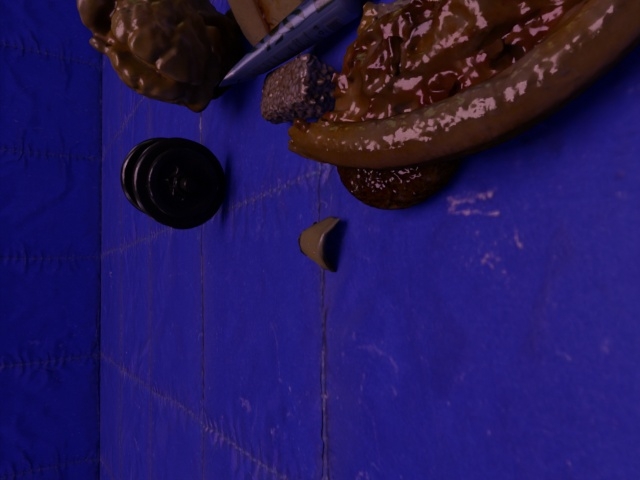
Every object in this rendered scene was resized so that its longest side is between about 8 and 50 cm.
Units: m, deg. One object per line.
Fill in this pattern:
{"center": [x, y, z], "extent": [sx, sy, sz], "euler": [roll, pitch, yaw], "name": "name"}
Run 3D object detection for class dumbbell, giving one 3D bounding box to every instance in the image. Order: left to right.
{"center": [-0.325, -0.131, 1.001], "extent": [0.290, 0.192, 0.192], "euler": [18, 104, 56], "name": "dumbbell"}

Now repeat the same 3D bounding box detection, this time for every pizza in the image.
{"center": [0.106, -0.159, 0.404], "extent": [0.365, 0.074, 0.182], "euler": [-8, 82, 40], "name": "pizza"}

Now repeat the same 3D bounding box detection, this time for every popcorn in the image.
{"center": [-0.301, -0.379, 0.859], "extent": [0.225, 0.332, 0.265], "euler": [-30, 44, 24], "name": "popcorn"}

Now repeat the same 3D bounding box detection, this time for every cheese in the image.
{"center": [-0.001, -0.001, 0.650], "extent": [0.060, 0.041, 0.084], "euler": [40, 123, 51], "name": "cheese"}

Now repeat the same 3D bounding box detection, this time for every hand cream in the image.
{"center": [-0.040, -0.293, 0.660], "extent": [0.271, 0.091, 0.058], "euler": [-19, 104, 40], "name": "hand cream"}

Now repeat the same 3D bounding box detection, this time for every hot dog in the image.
{"center": [-0.156, -0.450, 0.907], "extent": [0.137, 0.028, 0.044], "euler": [28, 138, 55], "name": "hot dog"}

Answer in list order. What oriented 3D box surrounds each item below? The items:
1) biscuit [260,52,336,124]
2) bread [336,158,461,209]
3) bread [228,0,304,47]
{"center": [-0.037, -0.224, 0.688], "extent": [0.168, 0.070, 0.082], "euler": [10, 87, 57], "name": "biscuit"}
{"center": [0.082, -0.123, 0.517], "extent": [0.193, 0.064, 0.193], "euler": [-11, 76, 52], "name": "bread"}
{"center": [-0.055, -0.418, 0.761], "extent": [0.240, 0.135, 0.178], "euler": [22, 141, 53], "name": "bread"}
